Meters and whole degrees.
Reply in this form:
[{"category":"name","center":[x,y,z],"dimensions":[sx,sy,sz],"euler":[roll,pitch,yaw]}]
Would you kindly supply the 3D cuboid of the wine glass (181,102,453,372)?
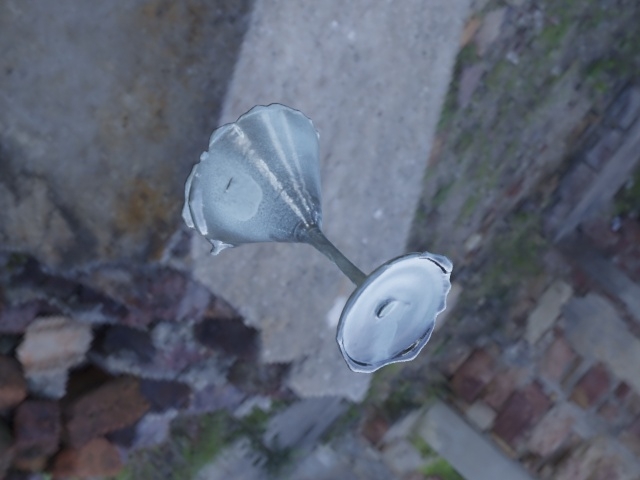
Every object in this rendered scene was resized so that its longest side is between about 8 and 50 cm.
[{"category":"wine glass","center":[0.000,0.000,1.113],"dimensions":[0.156,0.232,0.156],"euler":[-24,136,-25]}]
